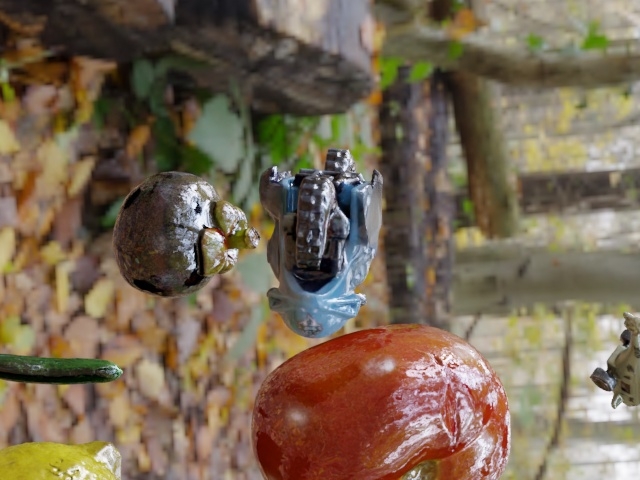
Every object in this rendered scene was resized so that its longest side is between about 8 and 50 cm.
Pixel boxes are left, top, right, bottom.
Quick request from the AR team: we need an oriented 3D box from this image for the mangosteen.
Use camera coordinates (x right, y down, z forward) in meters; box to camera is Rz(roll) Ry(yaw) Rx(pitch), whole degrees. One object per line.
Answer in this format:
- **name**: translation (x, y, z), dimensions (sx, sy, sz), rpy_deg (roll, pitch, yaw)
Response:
- **mangosteen**: translation (-0.135, -0.005, 1.458), dimensions (0.137, 0.151, 0.137), rpy_deg (4, 90, -77)

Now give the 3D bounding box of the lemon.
- **lemon**: translation (-0.341, 0.367, 1.672), dimensions (0.320, 0.245, 0.245), rpy_deg (-49, 154, -21)

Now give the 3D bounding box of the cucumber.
- **cucumber**: translation (-0.329, 0.155, 1.704), dimensions (0.033, 0.184, 0.036), rpy_deg (-113, -153, -72)

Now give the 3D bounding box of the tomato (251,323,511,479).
- **tomato**: translation (0.058, 0.215, 1.588), dimensions (0.226, 0.299, 0.298), rpy_deg (43, -29, 44)

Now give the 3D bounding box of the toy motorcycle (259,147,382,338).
- **toy motorcycle**: translation (0.000, 0.000, 2.057), dimensions (0.416, 0.172, 0.232), rpy_deg (-68, 161, -77)

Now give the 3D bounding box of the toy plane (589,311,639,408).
- **toy plane**: translation (0.440, 0.168, 1.979), dimensions (0.092, 0.108, 0.286), rpy_deg (-48, 150, -18)
